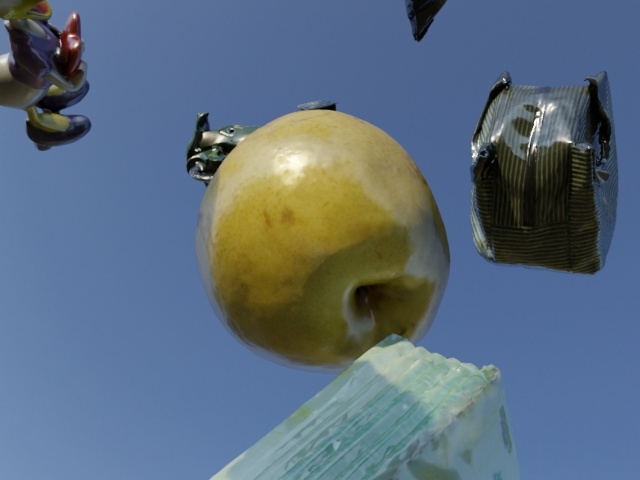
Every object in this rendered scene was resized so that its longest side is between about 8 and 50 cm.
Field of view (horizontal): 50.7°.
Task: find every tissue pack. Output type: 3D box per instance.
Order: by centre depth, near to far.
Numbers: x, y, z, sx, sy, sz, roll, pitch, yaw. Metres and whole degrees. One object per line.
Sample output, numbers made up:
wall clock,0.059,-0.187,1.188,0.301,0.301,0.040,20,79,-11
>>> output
tissue pack,0.019,0.300,0.570,0.162,0.388,0.288,7,-61,47

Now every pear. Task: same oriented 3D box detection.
pear,0.000,0.000,0.792,0.314,0.314,0.315,10,-54,15

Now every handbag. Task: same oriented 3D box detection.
handbag,0.379,-0.129,1.143,0.247,0.341,0.240,7,-43,21

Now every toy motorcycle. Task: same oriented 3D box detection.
toy motorcycle,-0.085,-0.141,1.021,0.187,0.274,0.125,34,-46,53

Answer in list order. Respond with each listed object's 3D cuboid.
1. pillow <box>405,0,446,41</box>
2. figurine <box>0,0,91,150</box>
pillow,0.110,-0.231,0.511,0.048,0.090,0.150,39,-90,0
figurine,-0.475,-0.312,1.074,0.193,0.154,0.421,-4,-28,-18
